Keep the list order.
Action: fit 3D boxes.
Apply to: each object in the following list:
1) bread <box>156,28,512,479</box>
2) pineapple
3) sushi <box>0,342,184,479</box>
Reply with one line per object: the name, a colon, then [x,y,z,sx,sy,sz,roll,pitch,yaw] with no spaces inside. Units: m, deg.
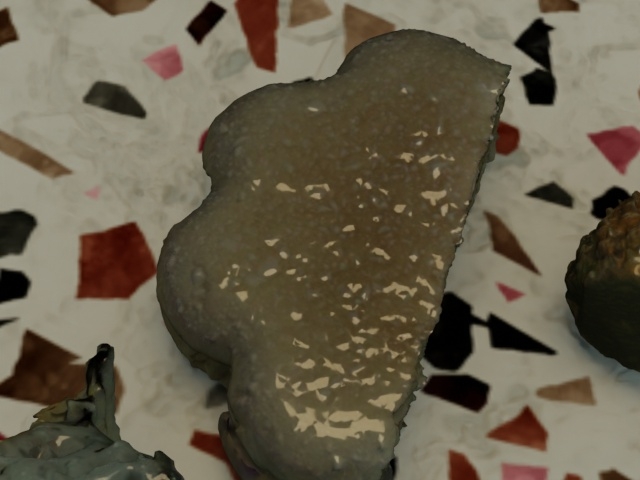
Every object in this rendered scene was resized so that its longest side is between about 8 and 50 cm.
bread: [0.002,0.003,1.182,0.183,0.102,0.337,15,57,10]
pineapple: [0.232,-0.003,1.205,0.108,0.108,0.198,28,48,15]
sushi: [-0.125,0.197,0.982,0.139,0.184,0.274,-17,57,-17]
